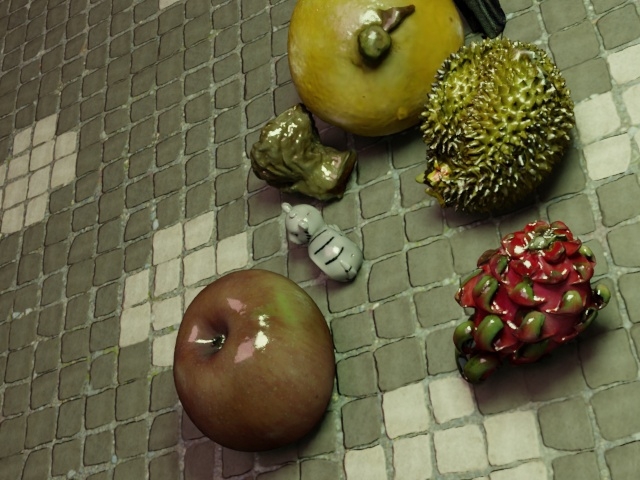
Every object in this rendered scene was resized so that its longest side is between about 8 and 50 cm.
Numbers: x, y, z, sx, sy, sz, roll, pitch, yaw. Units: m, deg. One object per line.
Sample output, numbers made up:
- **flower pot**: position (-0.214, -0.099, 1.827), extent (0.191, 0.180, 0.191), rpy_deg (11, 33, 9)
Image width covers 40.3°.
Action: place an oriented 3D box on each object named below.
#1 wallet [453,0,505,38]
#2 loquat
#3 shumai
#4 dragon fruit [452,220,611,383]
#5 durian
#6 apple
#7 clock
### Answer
- **wallet**: position (0.248, -0.529, 1.651), extent (0.071, 0.221, 0.262), rpy_deg (-30, 53, 23)
- **loquat**: position (0.100, -0.346, 1.570), extent (0.328, 0.328, 0.359), rpy_deg (-40, 7, 9)
- **shumai**: position (-0.028, -0.151, 1.666), extent (0.176, 0.206, 0.166), rpy_deg (40, 84, 20)
- **dragon fruit**: position (0.289, 0.096, 1.301), extent (0.273, 0.198, 0.218), rpy_deg (-37, 26, 10)
- **durian**: position (0.290, -0.183, 1.441), extent (0.258, 0.258, 0.292), rpy_deg (13, 83, 37)
- **apple**: position (-0.116, 0.203, 1.486), extent (0.306, 0.235, 0.305), rpy_deg (-15, 60, 28)
- **clock**: position (0.000, 0.000, 1.596), extent (0.080, 0.117, 0.176), rpy_deg (-47, 51, 4)
